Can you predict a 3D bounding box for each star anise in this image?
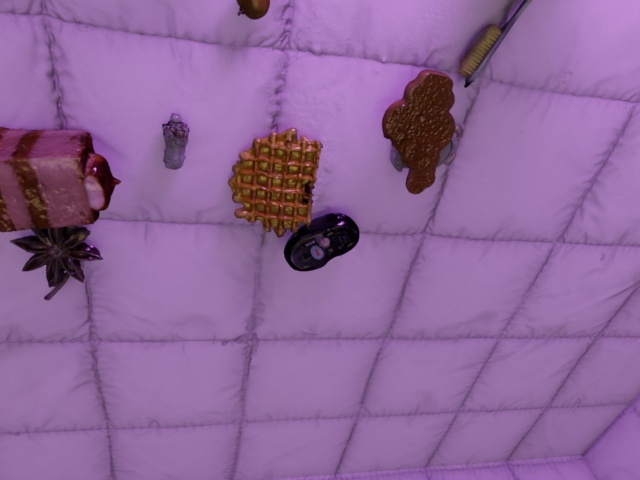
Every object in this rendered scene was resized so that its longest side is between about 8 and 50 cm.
[{"bbox_3d":[-0.711,0.038,1.265,0.230,0.081,0.263,9,113,-18],"label":"star anise"}]

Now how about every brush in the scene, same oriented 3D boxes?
[{"bbox_3d":[0.423,-0.509,1.114,0.060,0.068,0.297,34,112,-7],"label":"brush"}]

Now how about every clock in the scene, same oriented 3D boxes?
[{"bbox_3d":[0.292,-0.259,1.265,0.190,0.062,0.152,-1,127,-12],"label":"clock"}]

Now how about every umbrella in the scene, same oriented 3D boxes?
[{"bbox_3d":[-0.357,-0.243,1.148,0.067,0.062,0.144,21,126,11],"label":"umbrella"}]

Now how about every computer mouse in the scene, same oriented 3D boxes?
[{"bbox_3d":[0.000,0.000,1.380,0.233,0.096,0.137,-24,134,1],"label":"computer mouse"}]

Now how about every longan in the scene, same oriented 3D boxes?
[{"bbox_3d":[-0.146,-0.502,0.981,0.083,0.075,0.075,-45,128,-13],"label":"longan"}]

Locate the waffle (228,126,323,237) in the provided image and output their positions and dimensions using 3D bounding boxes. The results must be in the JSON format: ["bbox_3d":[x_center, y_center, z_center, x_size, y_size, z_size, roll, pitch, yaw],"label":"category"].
[{"bbox_3d":[-0.103,-0.149,1.246,0.309,0.065,0.283,-34,115,18],"label":"waffle"}]

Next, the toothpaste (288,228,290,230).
[{"bbox_3d":[-0.080,-0.125,1.310,0.052,0.033,0.218,-3,122,-7],"label":"toothpaste"}]

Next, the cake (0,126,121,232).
[{"bbox_3d":[-0.613,-0.151,1.080,0.292,0.199,0.196,-5,122,-13],"label":"cake"}]

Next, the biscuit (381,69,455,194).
[{"bbox_3d":[0.251,-0.265,1.185,0.183,0.047,0.320,-13,123,1],"label":"biscuit"}]
